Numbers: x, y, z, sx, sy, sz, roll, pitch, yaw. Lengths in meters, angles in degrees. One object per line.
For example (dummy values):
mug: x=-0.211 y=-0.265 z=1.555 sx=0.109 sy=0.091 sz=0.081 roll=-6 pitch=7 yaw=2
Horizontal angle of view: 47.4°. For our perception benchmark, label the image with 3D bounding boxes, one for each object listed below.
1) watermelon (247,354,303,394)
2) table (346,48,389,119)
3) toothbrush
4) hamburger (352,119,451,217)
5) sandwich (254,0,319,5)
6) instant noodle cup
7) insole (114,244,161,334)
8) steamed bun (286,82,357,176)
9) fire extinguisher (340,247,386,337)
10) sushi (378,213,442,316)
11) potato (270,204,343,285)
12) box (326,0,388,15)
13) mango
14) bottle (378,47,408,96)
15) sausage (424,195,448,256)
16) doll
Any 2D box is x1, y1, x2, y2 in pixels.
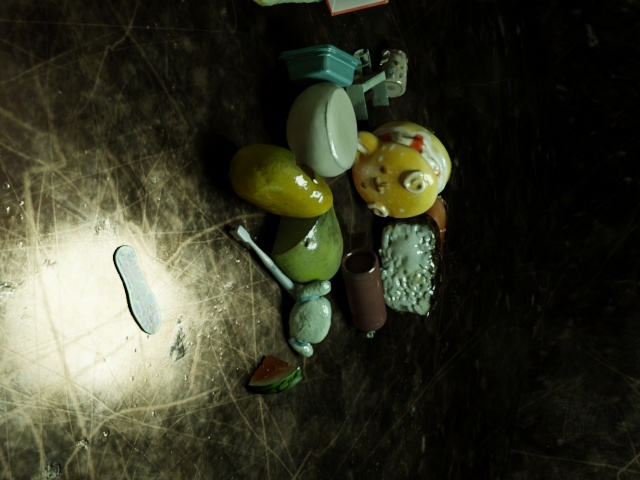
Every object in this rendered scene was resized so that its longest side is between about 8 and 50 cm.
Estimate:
watermelon: x=-0.108 y=0.316 z=1.727 sx=0.135 sy=0.125 sz=0.094 roll=75 pitch=-10 yaw=-74
table: x=0.129 y=-0.453 z=2.104 sx=0.146 sy=0.063 sz=0.175 roll=-42 pitch=127 yaw=-49
toothbrush: x=-0.115 y=0.067 z=1.738 sx=0.342 sy=0.030 sz=0.025 roll=50 pitch=49 yaw=-44
hamburger: x=0.206 y=-0.206 z=2.055 sx=0.302 sy=0.261 sz=0.186 roll=55 pitch=47 yaw=-16
sandwich: x=-0.084 y=-0.622 z=1.585 sx=0.325 sy=0.262 sz=0.131 roll=4 pitch=84 yaw=-57
instant noodle cup: x=0.001 y=-0.423 z=1.811 sx=0.179 sy=0.157 sz=0.070 roll=8 pitch=81 yaw=-57
insole: x=-0.348 y=0.097 z=1.396 sx=0.065 sy=0.006 sz=0.193 roll=-43 pitch=125 yaw=-49
steamed bun: x=-0.006 y=-0.271 z=1.809 sx=0.232 sy=0.145 sz=0.231 roll=-5 pitch=90 yaw=-67
fire extinguisher: x=0.130 y=0.159 z=2.037 sx=0.344 sy=0.102 sz=0.138 roll=77 pitch=16 yaw=-45
sushi: x=0.273 y=0.058 z=2.228 sx=0.182 sy=0.197 sz=0.343 roll=-47 pitch=136 yaw=-71
potato: x=0.000 y=0.000 z=1.839 sx=0.255 sy=0.112 sz=0.269 roll=58 pitch=38 yaw=-45
box: x=0.097 y=-0.694 z=1.946 sx=0.133 sy=0.182 sz=0.099 roll=59 pitch=43 yaw=-34
mango: x=-0.085 y=-0.128 z=1.639 sx=0.262 sy=0.167 sz=0.129 roll=29 pitch=58 yaw=-41
bottle: x=0.220 y=-0.523 z=2.224 sx=0.099 sy=0.099 sz=0.152 roll=39 pitch=53 yaw=-50
sausage: x=0.354 y=0.008 z=2.413 sx=0.102 sy=0.102 sz=0.330 roll=30 pitch=66 yaw=-54
doll: x=-0.026 y=0.194 z=1.808 sx=0.104 sy=0.071 sz=0.214 roll=5 pitch=110 yaw=-21
